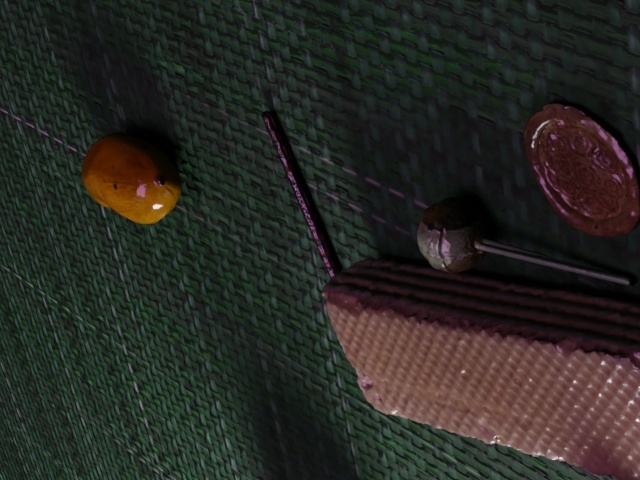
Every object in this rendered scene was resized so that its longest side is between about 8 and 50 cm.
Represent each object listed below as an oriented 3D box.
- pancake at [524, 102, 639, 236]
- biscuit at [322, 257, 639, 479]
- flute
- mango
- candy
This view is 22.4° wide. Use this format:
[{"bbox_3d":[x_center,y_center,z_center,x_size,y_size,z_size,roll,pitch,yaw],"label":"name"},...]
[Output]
[{"bbox_3d":[0.192,-0.052,1.187,0.115,0.011,0.115,36,144,32],"label":"pancake"},{"bbox_3d":[0.159,0.105,1.322,0.426,0.078,0.144,11,128,55],"label":"biscuit"},{"bbox_3d":[0.000,0.000,1.536,0.014,0.014,0.270,3,121,57],"label":"flute"},{"bbox_3d":[-0.206,-0.068,1.733,0.190,0.075,0.098,13,123,61],"label":"mango"},{"bbox_3d":[0.160,0.010,1.272,0.202,0.061,0.061,15,130,41],"label":"candy"}]
